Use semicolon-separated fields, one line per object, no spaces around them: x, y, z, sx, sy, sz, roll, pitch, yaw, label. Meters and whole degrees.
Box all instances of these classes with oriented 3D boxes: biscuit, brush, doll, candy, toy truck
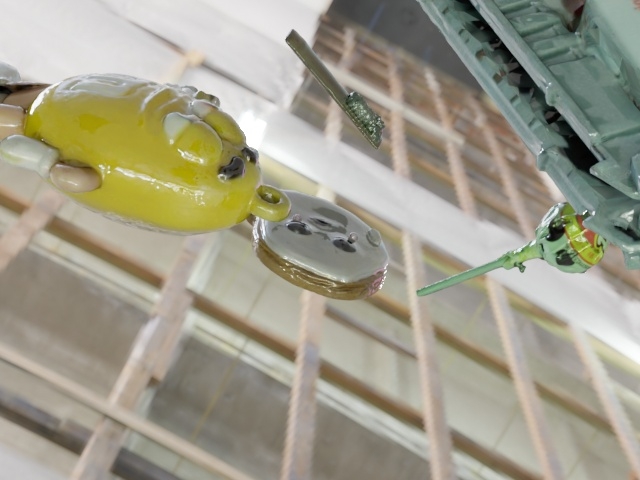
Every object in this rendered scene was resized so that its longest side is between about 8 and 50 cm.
0.000;0.000;1.616;0.181;0.049;0.208;16;-157;-13;biscuit
0.024;-0.198;1.716;0.190;0.027;0.034;49;-142;-16;brush
-0.261;-0.129;1.552;0.423;0.161;0.348;5;-152;-15;doll
0.235;0.029;1.671;0.083;0.305;0.091;41;-135;-26;candy
0.148;-0.114;0.643;0.184;0.133;0.338;-13;-129;-13;toy truck
